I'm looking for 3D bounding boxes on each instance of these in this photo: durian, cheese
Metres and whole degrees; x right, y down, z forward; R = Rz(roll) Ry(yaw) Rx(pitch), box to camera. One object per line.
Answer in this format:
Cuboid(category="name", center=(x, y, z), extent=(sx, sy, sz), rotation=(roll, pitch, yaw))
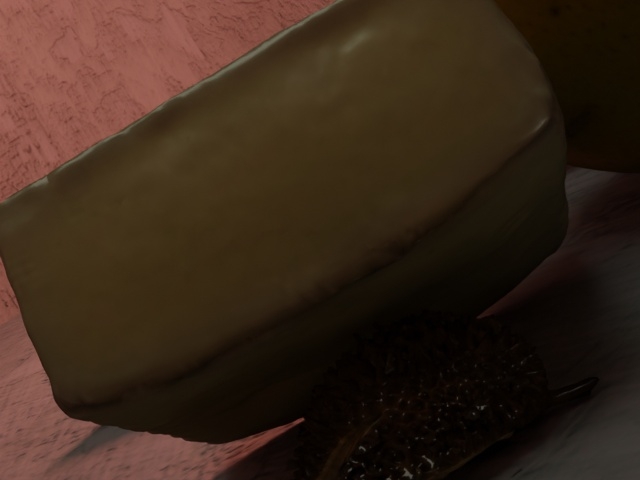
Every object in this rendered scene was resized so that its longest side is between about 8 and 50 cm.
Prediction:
Cuboid(category="durian", center=(0.045, 0.066, 0.552), extent=(0.140, 0.071, 0.110), rotation=(-24, 9, 8))
Cuboid(category="cheese", center=(0.000, 0.000, 0.648), extent=(0.242, 0.124, 0.265), rotation=(-27, -16, 4))

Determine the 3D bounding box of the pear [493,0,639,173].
Cuboid(category="pear", center=(0.190, -0.184, 0.761), extent=(0.285, 0.285, 0.336), rotation=(-32, -9, -16))
